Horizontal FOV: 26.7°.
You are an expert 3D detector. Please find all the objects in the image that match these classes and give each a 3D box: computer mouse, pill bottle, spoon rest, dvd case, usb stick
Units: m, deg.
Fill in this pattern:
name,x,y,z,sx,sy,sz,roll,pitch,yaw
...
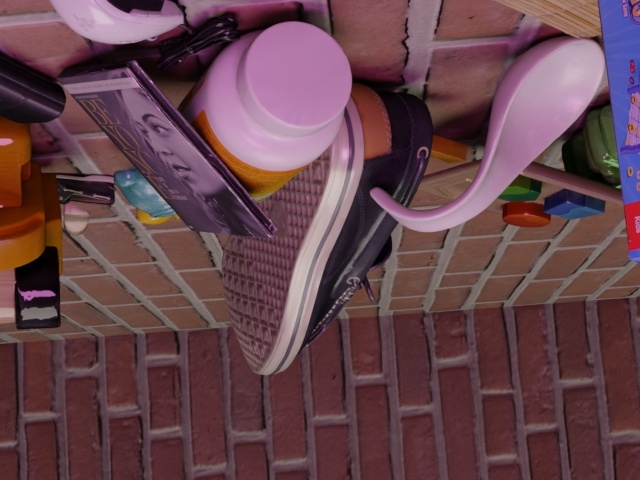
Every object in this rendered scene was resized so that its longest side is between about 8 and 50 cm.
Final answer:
name,x,y,z,sx,sy,sz,roll,pitch,yaw
computer mouse,-0.162,-0.188,1.186,0.106,0.042,0.193,-11,167,37
pill bottle,-0.057,-0.123,1.307,0.136,0.136,0.245,0,169,-19
spoon rest,0.183,-0.103,1.381,0.276,0.084,0.137,-41,148,9
dvd case,-0.153,-0.086,1.323,0.221,0.018,0.164,51,157,-25
usb stick,-0.335,-0.160,1.262,0.077,0.045,0.278,-1,171,20

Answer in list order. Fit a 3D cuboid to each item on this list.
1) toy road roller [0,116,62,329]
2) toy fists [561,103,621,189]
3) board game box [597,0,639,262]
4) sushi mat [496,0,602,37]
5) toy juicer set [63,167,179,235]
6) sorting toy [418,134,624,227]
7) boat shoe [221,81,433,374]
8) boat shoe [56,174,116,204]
name,x,y,z,sx,sy,sz,roll,pitch,yaw
toy road roller,-0.398,-0.051,1.538,0.202,0.241,0.329,-2,-154,-14
toy fists,0.383,-0.108,1.663,0.142,0.096,0.279,-1,170,-2
board game box,0.327,-0.126,1.001,0.086,0.302,0.308,-15,165,42
sushi mat,0.209,-0.231,1.161,0.151,0.019,0.316,-14,166,38
toy juicer set,-0.202,-0.071,1.661,0.329,0.090,0.209,-10,178,-32
sorting toy,0.205,-0.064,1.633,0.307,0.041,0.229,14,169,-30
boat shoe,0.000,0.000,1.587,0.156,0.187,0.500,-10,147,-27
boat shoe,-0.332,-0.064,1.773,0.125,0.038,0.046,0,168,-21
